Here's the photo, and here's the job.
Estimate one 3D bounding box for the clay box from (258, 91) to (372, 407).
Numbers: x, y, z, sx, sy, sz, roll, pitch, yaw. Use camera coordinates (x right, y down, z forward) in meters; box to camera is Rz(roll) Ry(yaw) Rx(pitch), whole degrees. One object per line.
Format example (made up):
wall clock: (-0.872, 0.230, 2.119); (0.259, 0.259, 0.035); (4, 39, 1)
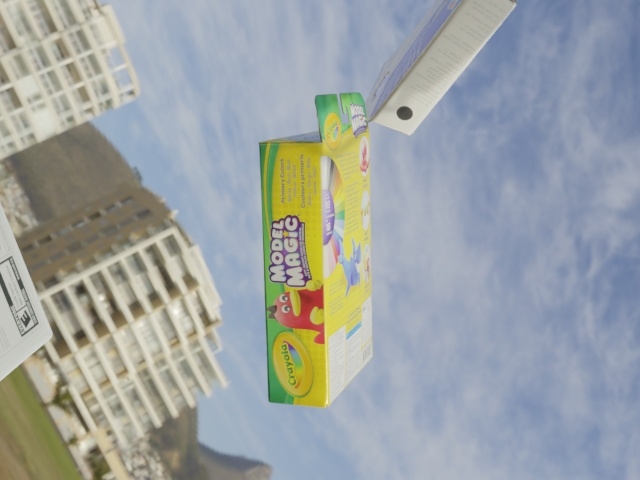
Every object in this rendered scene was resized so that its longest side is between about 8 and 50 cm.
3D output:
clay box: (0.000, 0.000, 0.671); (0.127, 0.053, 0.222); (-28, 117, -69)

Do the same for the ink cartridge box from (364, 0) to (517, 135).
ink cartridge box: (0.112, -0.187, 0.819); (0.045, 0.206, 0.208); (36, -52, -8)

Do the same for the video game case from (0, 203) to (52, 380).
video game case: (-0.232, 0.005, 0.488); (0.173, 0.022, 0.191); (-57, 132, -68)
